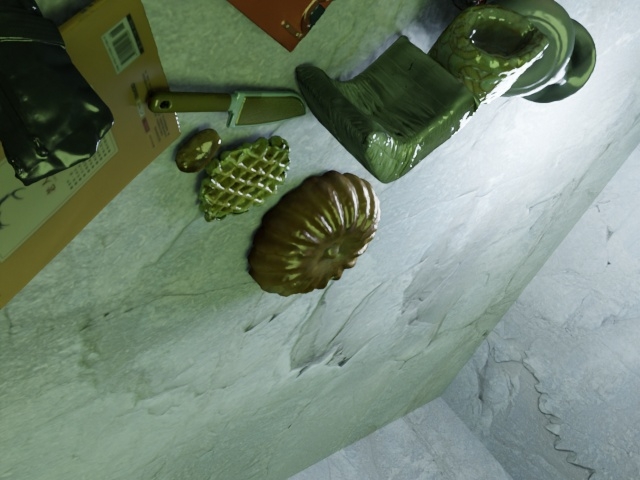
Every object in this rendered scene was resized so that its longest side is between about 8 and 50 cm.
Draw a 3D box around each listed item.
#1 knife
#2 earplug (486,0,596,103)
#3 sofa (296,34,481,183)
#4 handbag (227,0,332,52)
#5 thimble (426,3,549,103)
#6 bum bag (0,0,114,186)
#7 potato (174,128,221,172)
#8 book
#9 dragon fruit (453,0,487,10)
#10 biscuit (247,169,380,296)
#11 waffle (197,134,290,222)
[{"bbox_3d":[-0.127,-0.201,1.013,0.343,0.027,0.061,-16,136,-51],"label":"knife"},{"bbox_3d":[0.419,-0.385,1.342,0.326,0.175,0.214,4,143,-43],"label":"earplug"},{"bbox_3d":[0.112,-0.239,1.101,0.225,0.210,0.176,-38,151,-1],"label":"sofa"},{"bbox_3d":[-0.061,-0.347,0.883,0.127,0.063,0.190,-49,148,12],"label":"handbag"},{"bbox_3d":[0.291,-0.326,1.182,0.190,0.137,0.143,-5,160,-18],"label":"thimble"},{"bbox_3d":[-0.311,-0.183,0.657,0.123,0.060,0.248,-39,115,-33],"label":"bum bag"},{"bbox_3d":[-0.188,-0.137,1.032,0.083,0.040,0.051,-43,157,5],"label":"potato"},{"bbox_3d":[-0.323,-0.099,0.799,0.389,0.032,0.269,-51,157,-28],"label":"book"},{"bbox_3d":[0.264,-0.439,1.163,0.060,0.056,0.083,-39,151,-3],"label":"dragon fruit"},{"bbox_3d":[0.000,0.000,1.409,0.326,0.107,0.325,-28,146,-21],"label":"biscuit"},{"bbox_3d":[-0.130,-0.106,1.157,0.183,0.036,0.169,-22,149,-29],"label":"waffle"}]
